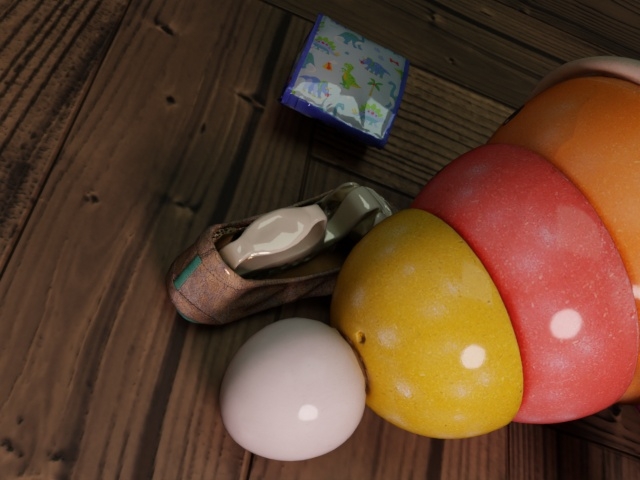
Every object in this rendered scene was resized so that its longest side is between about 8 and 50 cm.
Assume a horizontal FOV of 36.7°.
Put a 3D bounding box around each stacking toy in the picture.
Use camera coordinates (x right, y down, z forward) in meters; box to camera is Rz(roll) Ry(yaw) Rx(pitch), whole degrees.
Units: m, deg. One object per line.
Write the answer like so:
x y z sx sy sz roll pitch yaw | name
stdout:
0.131 0.058 0.860 0.479 0.351 0.351 -21 63 -23 | stacking toy

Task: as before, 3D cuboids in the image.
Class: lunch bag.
0.025 -0.171 1.106 0.128 0.096 0.151 24 35 -8 | lunch bag

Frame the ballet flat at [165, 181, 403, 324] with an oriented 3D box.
0.000 0.000 0.935 0.316 0.106 0.108 -22 64 -40 | ballet flat

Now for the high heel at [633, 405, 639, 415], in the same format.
0.415 0.178 0.952 0.127 0.181 0.377 16 47 -16 | high heel
